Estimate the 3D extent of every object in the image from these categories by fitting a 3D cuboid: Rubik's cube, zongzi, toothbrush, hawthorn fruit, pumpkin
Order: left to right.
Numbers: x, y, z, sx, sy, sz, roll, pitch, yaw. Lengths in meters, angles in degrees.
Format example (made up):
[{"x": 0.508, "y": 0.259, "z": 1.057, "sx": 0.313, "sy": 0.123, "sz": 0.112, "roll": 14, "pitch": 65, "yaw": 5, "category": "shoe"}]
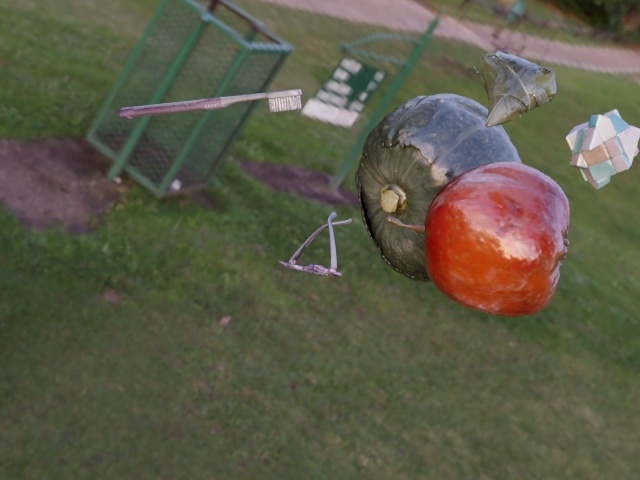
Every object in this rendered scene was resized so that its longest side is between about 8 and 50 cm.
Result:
[{"x": -0.172, "y": -0.199, "z": 1.699, "sx": 0.354, "sy": 0.029, "sz": 0.024, "roll": 0, "pitch": 6, "yaw": 35, "category": "toothbrush"}, {"x": 0.206, "y": -0.090, "z": 1.981, "sx": 0.257, "sy": 0.292, "sz": 0.327, "roll": -21, "pitch": 87, "yaw": -41, "category": "pumpkin"}, {"x": 0.232, "y": -0.003, "z": 1.681, "sx": 0.272, "sy": 0.241, "sz": 0.242, "roll": 8, "pitch": 17, "yaw": 6, "category": "hawthorn fruit"}, {"x": 0.217, "y": -0.205, "z": 1.498, "sx": 0.154, "sy": 0.130, "sz": 0.062, "roll": 35, "pitch": -30, "yaw": 43, "category": "zongzi"}, {"x": 0.331, "y": -0.110, "z": 1.325, "sx": 0.075, "sy": 0.084, "sz": 0.073, "roll": 48, "pitch": 36, "yaw": 1, "category": "Rubik's cube"}]

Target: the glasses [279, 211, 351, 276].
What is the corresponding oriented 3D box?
[{"x": 0.000, "y": 0.000, "z": 1.745, "sx": 0.063, "sy": 0.103, "sz": 0.140, "roll": 17, "pitch": -4, "yaw": -28, "category": "glasses"}]
